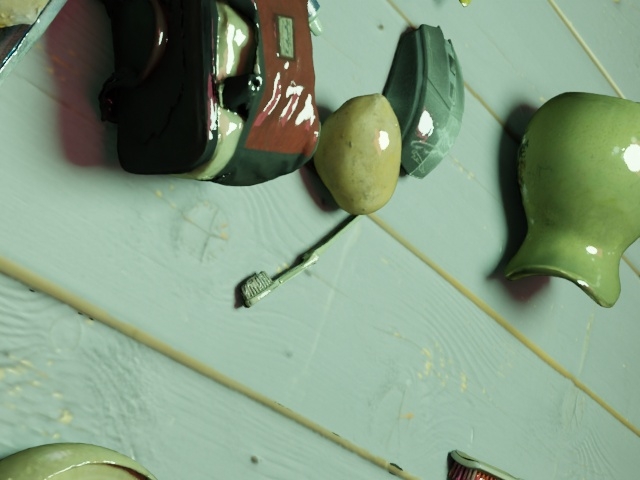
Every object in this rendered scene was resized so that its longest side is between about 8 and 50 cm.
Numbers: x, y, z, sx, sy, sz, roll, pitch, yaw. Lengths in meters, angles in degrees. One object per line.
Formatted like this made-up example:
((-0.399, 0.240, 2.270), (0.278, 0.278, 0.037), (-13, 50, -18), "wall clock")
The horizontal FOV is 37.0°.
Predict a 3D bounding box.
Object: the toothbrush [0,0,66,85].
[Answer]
((-0.307, -0.113, 0.820), (0.414, 0.035, 0.042), (-63, 151, -26), "toothbrush")

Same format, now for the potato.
((0.047, -0.103, 1.155), (0.112, 0.112, 0.147), (-18, 110, -46), "potato")

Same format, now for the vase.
((0.419, -0.058, 1.498), (0.329, 0.240, 0.303), (14, 91, -72), "vase")

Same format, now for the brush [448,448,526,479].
((0.297, 0.381, 1.449), (0.321, 0.060, 0.050), (30, 80, -43), "brush")

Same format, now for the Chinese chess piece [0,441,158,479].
((-0.232, 0.304, 0.843), (0.249, 0.103, 0.250), (3, 86, -49), "Chinese chess piece")

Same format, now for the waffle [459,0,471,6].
((0.169, -0.471, 1.321), (0.329, 0.062, 0.329), (4, 85, -48), "waffle")

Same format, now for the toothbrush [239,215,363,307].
((0.003, 0.005, 1.159), (0.294, 0.026, 0.028), (-33, 98, -42), "toothbrush")

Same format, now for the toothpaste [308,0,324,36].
((-0.051, -0.317, 1.100), (0.197, 0.034, 0.057), (54, 47, -28), "toothpaste")

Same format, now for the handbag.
((-0.106, -0.180, 0.934), (0.181, 0.181, 0.255), (-2, 88, -49), "handbag")

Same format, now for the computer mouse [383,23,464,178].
((0.152, -0.191, 1.290), (0.126, 0.071, 0.231), (37, 62, -41), "computer mouse")

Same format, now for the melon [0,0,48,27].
((-0.254, -0.244, 0.826), (0.202, 0.139, 0.093), (-48, 144, -36), "melon")
